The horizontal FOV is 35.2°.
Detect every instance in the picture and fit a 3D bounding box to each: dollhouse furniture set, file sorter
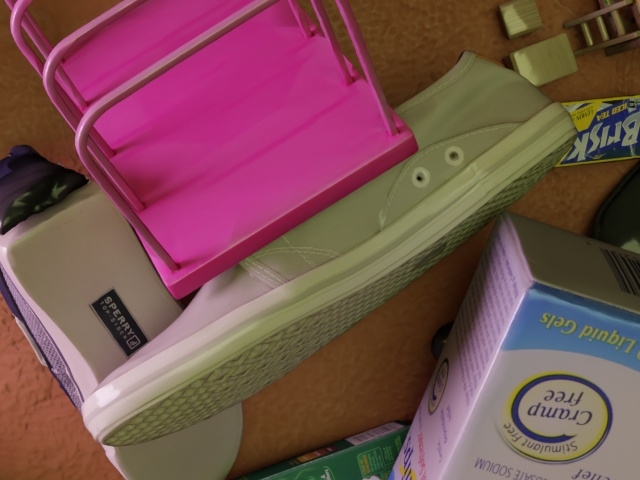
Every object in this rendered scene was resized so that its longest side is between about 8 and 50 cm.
[{"bbox_3d":[0.221,-0.243,0.880,0.161,0.101,0.181,-22,96,-6],"label":"dollhouse furniture set"},{"bbox_3d":[-0.105,-0.152,0.727,0.202,0.290,0.182,-32,142,-4],"label":"file sorter"}]

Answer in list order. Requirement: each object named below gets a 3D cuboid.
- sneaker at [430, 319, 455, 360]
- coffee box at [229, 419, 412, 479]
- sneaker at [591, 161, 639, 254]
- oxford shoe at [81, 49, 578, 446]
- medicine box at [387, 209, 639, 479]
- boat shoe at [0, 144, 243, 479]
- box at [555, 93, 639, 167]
[{"bbox_3d":[0.230,0.161,0.908,0.300,0.111,0.121,25,94,-6],"label":"sneaker"},{"bbox_3d":[0.009,0.241,0.899,0.184,0.040,0.113,-18,97,-17],"label":"coffee box"},{"bbox_3d":[0.404,-0.049,0.898,0.331,0.146,0.122,-26,98,-4],"label":"sneaker"},{"bbox_3d":[0.000,0.000,0.791,0.449,0.169,0.130,-36,79,-13],"label":"oxford shoe"},{"bbox_3d":[0.218,0.163,0.786,0.264,0.149,0.289,17,112,-4],"label":"medicine box"},{"bbox_3d":[-0.181,0.067,0.849,0.127,0.158,0.340,-32,125,-20],"label":"boat shoe"},{"bbox_3d":[0.223,-0.096,0.914,0.169,0.054,0.059,-7,94,-6],"label":"box"}]
